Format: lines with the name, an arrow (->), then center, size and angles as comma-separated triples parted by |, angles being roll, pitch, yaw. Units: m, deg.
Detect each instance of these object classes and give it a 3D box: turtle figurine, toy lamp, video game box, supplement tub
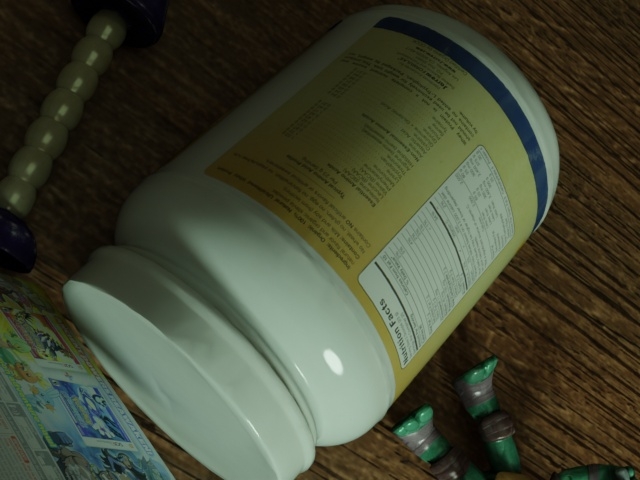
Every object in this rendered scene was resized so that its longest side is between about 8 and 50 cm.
turtle figurine -> 0.169, 0.223, 0.697 | 0.175, 0.118, 0.234 | -26, 75, -43
toy lamp -> -0.187, -0.112, 0.624 | 0.080, 0.080, 0.274 | 30, 67, -17
video game box -> -0.189, 0.088, 0.478 | 0.048, 0.187, 0.205 | -47, 63, 8
supplement tub -> 0.000, 0.000, 0.602 | 0.228, 0.228, 0.316 | 49, 63, -8
